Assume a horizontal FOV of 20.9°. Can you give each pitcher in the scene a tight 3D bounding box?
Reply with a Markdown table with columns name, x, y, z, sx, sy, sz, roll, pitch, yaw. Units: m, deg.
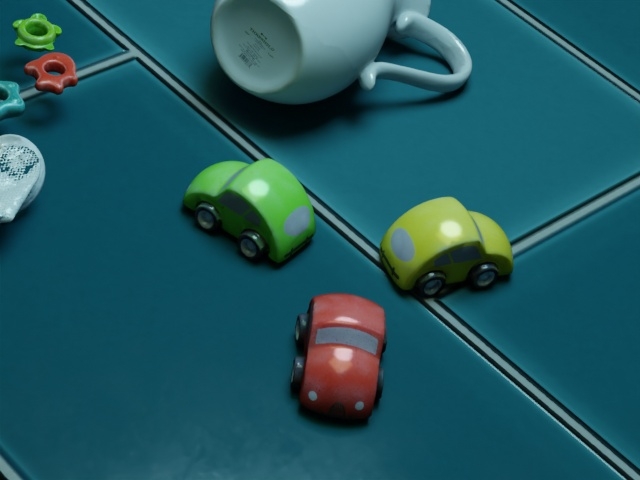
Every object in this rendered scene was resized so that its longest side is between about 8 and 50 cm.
| name | x | y | z | sx | sy | sz | roll | pitch | yaw |
| --- | --- | --- | --- | --- | --- | --- | --- | --- | --- |
| pitcher | 0.021 | -0.166 | 1.377 | 0.178 | 0.125 | 0.207 | 42 | 36 | 9 |

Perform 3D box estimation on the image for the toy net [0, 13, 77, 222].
| name | x | y | z | sx | sy | sz | roll | pitch | yaw |
| --- | --- | --- | --- | --- | --- | --- | --- | --- | --- |
| toy net | -0.233 | -0.082 | 1.267 | 0.122 | 0.045 | 0.232 | -2 | 45 | -18 |

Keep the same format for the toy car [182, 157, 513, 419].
| name | x | y | z | sx | sy | sz | roll | pitch | yaw |
| --- | --- | --- | --- | --- | --- | --- | --- | --- | --- |
| toy car | 0.000 | 0.000 | 1.222 | 0.225 | 0.053 | 0.239 | 31 | 44 | 20 |
